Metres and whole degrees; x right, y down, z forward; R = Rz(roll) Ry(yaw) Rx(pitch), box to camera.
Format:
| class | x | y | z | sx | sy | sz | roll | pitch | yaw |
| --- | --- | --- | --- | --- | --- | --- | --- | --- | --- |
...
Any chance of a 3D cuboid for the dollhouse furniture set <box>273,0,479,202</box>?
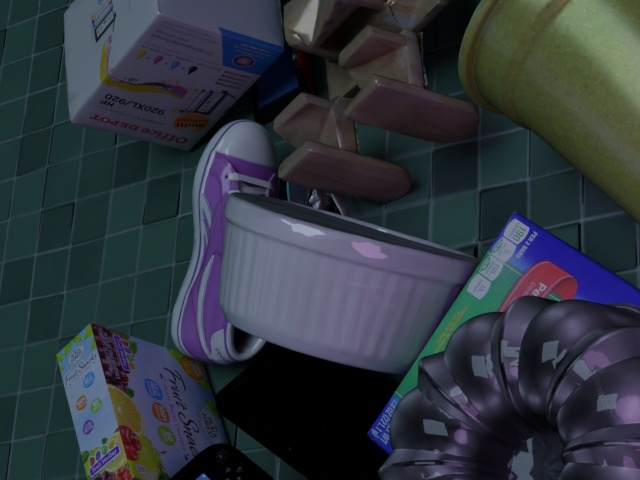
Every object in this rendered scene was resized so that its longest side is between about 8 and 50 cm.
| class | x | y | z | sx | sy | sz | roll | pitch | yaw |
| --- | --- | --- | --- | --- | --- | --- | --- | --- | --- |
| dollhouse furniture set | 0.143 | -0.280 | 1.879 | 0.394 | 0.256 | 0.362 | -41 | 45 | 47 |

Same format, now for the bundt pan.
| class | x | y | z | sx | sy | sz | roll | pitch | yaw |
| --- | --- | --- | --- | --- | --- | --- | --- | --- | --- |
| bundt pan | 0.184 | 0.193 | 1.474 | 0.331 | 0.124 | 0.331 | -16 | 63 | 34 |

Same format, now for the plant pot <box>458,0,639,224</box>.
| class | x | y | z | sx | sy | sz | roll | pitch | yaw |
| --- | --- | --- | --- | --- | --- | --- | --- | --- | --- |
| plant pot | 0.312 | -0.140 | 1.618 | 0.276 | 0.276 | 0.254 | -45 | 60 | 15 |

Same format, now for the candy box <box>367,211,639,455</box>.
| class | x | y | z | sx | sy | sz | roll | pitch | yaw |
| --- | --- | --- | --- | --- | --- | --- | --- | --- | --- |
| candy box | 0.236 | 0.167 | 1.609 | 0.317 | 0.122 | 0.268 | 36 | 95 | 42 |

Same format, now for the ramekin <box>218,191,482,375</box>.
| class | x | y | z | sx | sy | sz | roll | pitch | yaw |
| --- | --- | --- | --- | --- | --- | --- | --- | --- | --- |
| ramekin | 0.022 | 0.046 | 1.760 | 0.273 | 0.273 | 0.127 | 19 | 97 | 44 |

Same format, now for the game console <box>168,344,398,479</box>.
| class | x | y | z | sx | sy | sz | roll | pitch | yaw |
| --- | --- | --- | --- | --- | --- | --- | --- | --- | --- |
| game console | -0.069 | 0.248 | 1.767 | 0.213 | 0.044 | 0.361 | 31 | 61 | 35 |

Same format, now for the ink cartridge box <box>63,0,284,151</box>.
| class | x | y | z | sx | sy | sz | roll | pitch | yaw |
| --- | --- | --- | --- | --- | --- | --- | --- | --- | --- |
| ink cartridge box | -0.179 | -0.246 | 2.078 | 0.233 | 0.171 | 0.168 | -41 | 45 | 44 |

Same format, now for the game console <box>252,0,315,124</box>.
| class | x | y | z | sx | sy | sz | roll | pitch | yaw |
| --- | --- | --- | --- | --- | --- | --- | --- | --- | --- |
| game console | -0.055 | -0.232 | 2.071 | 0.085 | 0.124 | 0.144 | -9 | 62 | 8 |

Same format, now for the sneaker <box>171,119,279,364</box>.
| class | x | y | z | sx | sy | sz | roll | pitch | yaw |
| --- | --- | --- | --- | --- | --- | --- | --- | --- | --- |
| sneaker | -0.075 | 0.001 | 1.943 | 0.161 | 0.102 | 0.282 | -1 | 80 | 62 |

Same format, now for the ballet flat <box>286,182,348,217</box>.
| class | x | y | z | sx | sy | sz | roll | pitch | yaw |
| --- | --- | --- | --- | --- | --- | --- | --- | --- | --- |
| ballet flat | 0.000 | 0.000 | 1.925 | 0.074 | 0.074 | 0.203 | -23 | 55 | 31 |

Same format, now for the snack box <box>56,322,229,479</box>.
| class | x | y | z | sx | sy | sz | roll | pitch | yaw |
| --- | --- | --- | --- | --- | --- | --- | --- | --- | --- |
| snack box | -0.185 | 0.207 | 1.909 | 0.070 | 0.174 | 0.207 | -40 | 49 | 25 |
